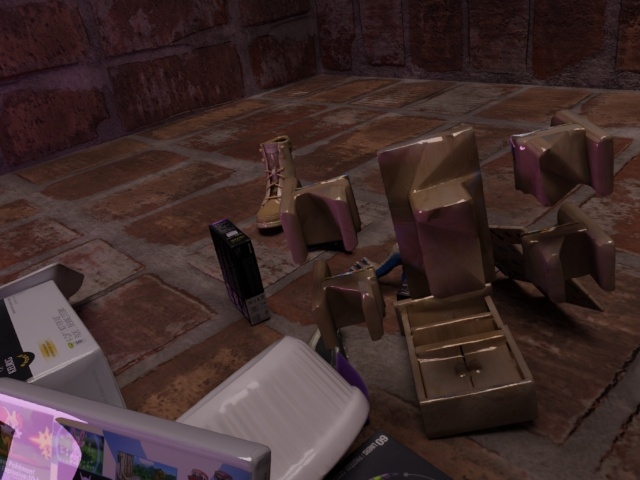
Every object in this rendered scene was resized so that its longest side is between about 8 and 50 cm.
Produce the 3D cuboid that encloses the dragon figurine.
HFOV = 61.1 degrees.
[{"bbox_3d":[0.208,0.054,1.079,0.289,0.144,0.085,14,27,2],"label":"dragon figurine"}]

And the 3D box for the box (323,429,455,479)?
[{"bbox_3d":[0.104,0.334,0.497,0.165,0.143,0.270,-29,34,-34],"label":"box"}]

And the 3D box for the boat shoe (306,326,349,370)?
[{"bbox_3d":[0.007,0.195,0.896,0.079,0.084,0.233,32,24,-2],"label":"boat shoe"}]

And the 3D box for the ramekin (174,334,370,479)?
[{"bbox_3d":[-0.084,0.224,0.628,0.273,0.127,0.273,-38,-4,-3],"label":"ramekin"}]

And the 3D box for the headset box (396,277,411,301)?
[{"bbox_3d":[0.171,0.105,1.016,0.032,0.062,0.083,7,30,27],"label":"headset box"}]

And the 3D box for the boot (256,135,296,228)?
[{"bbox_3d":[-0.123,-0.162,1.463,0.095,0.204,0.262,0,27,18],"label":"boot"}]

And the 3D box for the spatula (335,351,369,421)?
[{"bbox_3d":[0.022,0.278,0.733,0.030,0.084,0.296,-28,23,32],"label":"spatula"}]

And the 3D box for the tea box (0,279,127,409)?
[{"bbox_3d":[-0.450,0.244,0.715,0.323,0.220,0.329,-23,23,-29],"label":"tea box"}]

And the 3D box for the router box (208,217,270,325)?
[{"bbox_3d":[-0.160,0.060,1.069,0.046,0.179,0.133,-22,30,-22],"label":"router box"}]

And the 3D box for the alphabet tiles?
[{"bbox_3d":[0.359,0.040,0.958,0.009,0.198,0.237,-48,9,-4],"label":"alphabet tiles"}]

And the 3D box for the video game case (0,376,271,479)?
[{"bbox_3d":[-0.202,0.303,0.498,0.328,0.300,0.036,5,2,24],"label":"video game case"}]

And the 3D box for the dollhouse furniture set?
[{"bbox_3d":[0.175,0.032,0.769,0.362,0.394,0.256,-14,26,7],"label":"dollhouse furniture set"}]

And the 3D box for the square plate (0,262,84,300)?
[{"bbox_3d":[-0.610,0.149,0.990,0.344,0.049,0.347,-29,2,-18],"label":"square plate"}]

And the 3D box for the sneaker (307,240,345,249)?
[{"bbox_3d":[0.000,-0.002,1.293,0.089,0.051,0.170,-22,25,-25],"label":"sneaker"}]
